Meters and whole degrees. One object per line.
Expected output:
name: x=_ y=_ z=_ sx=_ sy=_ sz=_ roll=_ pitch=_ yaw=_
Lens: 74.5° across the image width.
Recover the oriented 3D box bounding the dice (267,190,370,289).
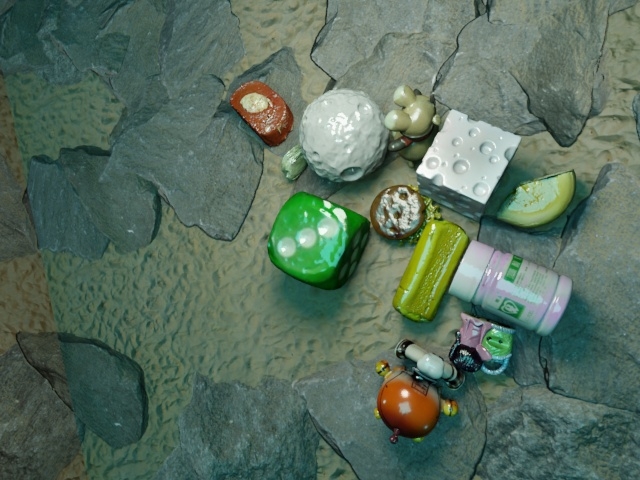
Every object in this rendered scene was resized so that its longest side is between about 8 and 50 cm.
dice: x=0.000 y=0.000 z=1.581 sx=0.297 sy=0.287 sz=0.300 roll=24 pitch=96 yaw=20

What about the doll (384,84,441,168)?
doll: x=0.330 y=-0.395 z=1.449 sx=0.174 sy=0.330 sz=0.235 roll=13 pitch=85 yaw=17

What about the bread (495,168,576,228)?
bread: x=0.711 y=-0.126 z=1.393 sx=0.260 sy=0.158 sz=0.156 roll=-16 pitch=92 yaw=19

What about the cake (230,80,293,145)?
cake: x=-0.238 y=-0.541 z=1.777 sx=0.177 sy=0.151 sz=0.283 roll=-44 pitch=73 yaw=1

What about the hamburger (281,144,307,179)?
hamburger: x=-0.103 y=-0.320 z=1.717 sx=0.062 sy=0.133 sz=0.140 roll=41 pitch=146 yaw=15

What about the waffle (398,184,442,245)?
waffle: x=0.332 y=-0.100 z=1.585 sx=0.231 sy=0.051 sz=0.229 roll=-14 pitch=80 yaw=19

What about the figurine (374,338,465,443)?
figurine: x=0.327 y=0.542 z=1.477 sx=0.320 sy=0.196 sz=0.323 roll=26 pitch=87 yaw=14

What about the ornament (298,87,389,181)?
ornament: x=0.090 y=-0.370 z=1.533 sx=0.336 sy=0.337 sz=0.337 roll=-1 pitch=87 yaw=21

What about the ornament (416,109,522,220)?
ornament: x=0.485 y=-0.243 z=1.411 sx=0.239 sy=0.239 sz=0.240 roll=29 pitch=88 yaw=18

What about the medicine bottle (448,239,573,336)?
medicine bottle: x=0.613 y=0.150 z=1.378 sx=0.325 sy=0.212 sz=0.212 roll=25 pitch=97 yaw=21

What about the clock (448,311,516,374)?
clock: x=0.554 y=0.366 z=1.450 sx=0.193 sy=0.100 sz=0.196 roll=18 pitch=95 yaw=19

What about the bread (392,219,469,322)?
bread: x=0.388 y=0.109 z=1.512 sx=0.166 sy=0.112 sz=0.384 roll=21 pitch=96 yaw=-6

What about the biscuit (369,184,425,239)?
biscuit: x=0.282 y=-0.104 z=1.557 sx=0.212 sy=0.036 sz=0.212 roll=-2 pitch=85 yaw=23
